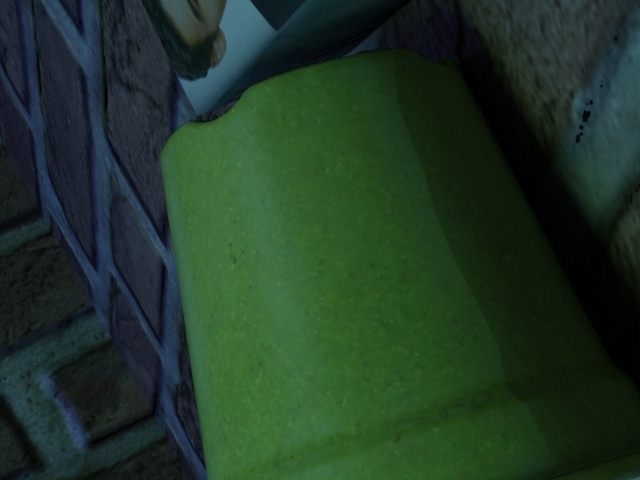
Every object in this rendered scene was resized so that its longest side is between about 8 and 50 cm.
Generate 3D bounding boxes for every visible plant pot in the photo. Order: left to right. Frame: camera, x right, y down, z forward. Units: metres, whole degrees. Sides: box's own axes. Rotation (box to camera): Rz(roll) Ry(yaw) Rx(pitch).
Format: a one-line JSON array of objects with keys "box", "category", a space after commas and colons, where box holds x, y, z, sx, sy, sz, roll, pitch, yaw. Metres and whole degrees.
[{"box": [0.030, 0.043, 0.837, 0.276, 0.276, 0.254, 124, 130, -70], "category": "plant pot"}]

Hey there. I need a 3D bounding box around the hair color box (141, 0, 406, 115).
[{"box": [-0.023, -0.206, 0.820, 0.185, 0.113, 0.374, 65, 163, 0], "category": "hair color box"}]
